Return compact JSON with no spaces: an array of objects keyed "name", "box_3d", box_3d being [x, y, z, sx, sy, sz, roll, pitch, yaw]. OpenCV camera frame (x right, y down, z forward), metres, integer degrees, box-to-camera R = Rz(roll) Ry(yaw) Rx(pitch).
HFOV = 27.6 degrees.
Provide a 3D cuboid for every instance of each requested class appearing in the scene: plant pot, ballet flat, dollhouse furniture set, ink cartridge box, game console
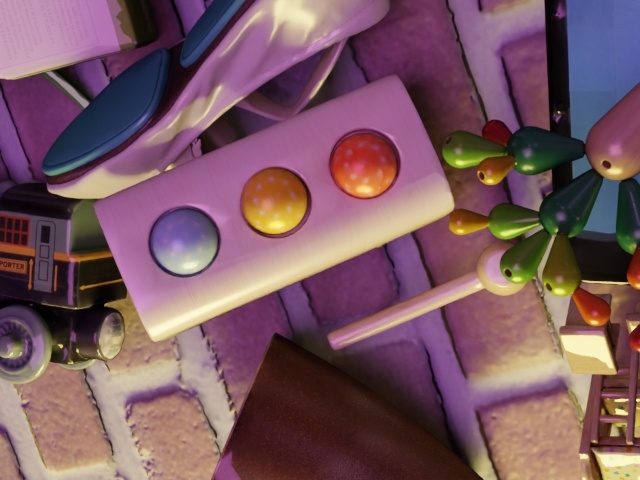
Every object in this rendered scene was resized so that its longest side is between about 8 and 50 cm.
[{"name":"plant pot","box_3d":[0.024,0.226,1.181,0.230,0.215,0.215,22,114,1]},{"name":"ballet flat","box_3d":[-0.094,-0.127,1.151,0.400,0.139,0.139,-37,88,34]},{"name":"dollhouse furniture set","box_3d":[0.293,0.126,1.028,0.181,0.101,0.161,-2,138,26]},{"name":"ink cartridge box","box_3d":[-0.302,-0.239,1.192,0.255,0.097,0.189,-13,100,7]},{"name":"game console","box_3d":[0.282,-0.084,0.981,0.173,0.250,0.293,-6,104,-1]}]

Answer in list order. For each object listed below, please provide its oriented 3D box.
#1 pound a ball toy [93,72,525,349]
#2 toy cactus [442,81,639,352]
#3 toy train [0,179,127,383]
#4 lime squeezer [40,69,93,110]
[{"name":"pound a ball toy","box_3d":[0.000,0.000,1.085,0.319,0.136,0.208,-23,85,-3]},{"name":"toy cactus","box_3d":[0.205,-0.036,0.992,0.219,0.112,0.180,40,102,17]},{"name":"toy train","box_3d":[-0.342,0.030,1.321,0.334,0.142,0.190,8,96,24]},{"name":"lime squeezer","box_3d":[-0.294,-0.247,1.256,0.110,0.059,0.310,-9,100,27]}]
